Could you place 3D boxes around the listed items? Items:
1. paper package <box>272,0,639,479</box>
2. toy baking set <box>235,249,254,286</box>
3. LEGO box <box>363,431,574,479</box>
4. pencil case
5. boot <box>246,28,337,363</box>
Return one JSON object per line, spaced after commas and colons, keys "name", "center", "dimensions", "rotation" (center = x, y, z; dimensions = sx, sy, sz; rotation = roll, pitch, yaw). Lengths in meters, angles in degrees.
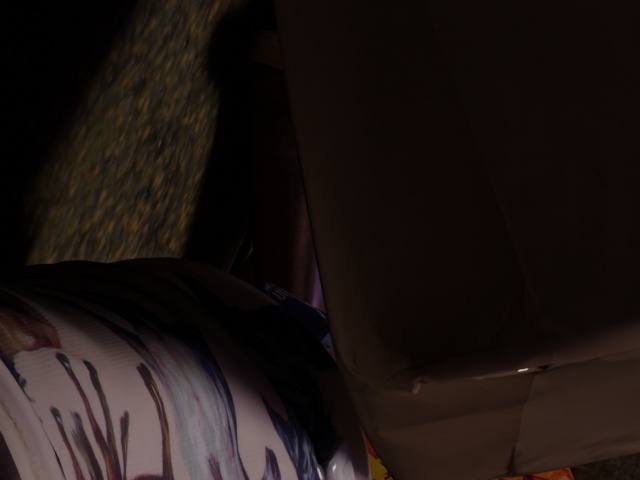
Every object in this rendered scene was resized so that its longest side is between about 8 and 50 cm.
{"name": "paper package", "center": [0.067, -0.096, 0.623], "dimensions": [0.309, 0.168, 0.325], "rotation": [74, 6, -76]}
{"name": "toy baking set", "center": [0.013, 0.006, 1.206], "dimensions": [0.256, 0.030, 0.197], "rotation": [-58, 158, 2]}
{"name": "LEGO box", "center": [0.052, 0.369, 1.414], "dimensions": [0.372, 0.193, 0.500], "rotation": [-108, -157, -44]}
{"name": "pencil case", "center": [-0.089, 0.081, 0.582], "dimensions": [0.410, 0.183, 0.160], "rotation": [9, 87, -79]}
{"name": "boot", "center": [0.000, 0.000, 0.991], "dimensions": [0.248, 0.090, 0.207], "rotation": [45, 51, -87]}
